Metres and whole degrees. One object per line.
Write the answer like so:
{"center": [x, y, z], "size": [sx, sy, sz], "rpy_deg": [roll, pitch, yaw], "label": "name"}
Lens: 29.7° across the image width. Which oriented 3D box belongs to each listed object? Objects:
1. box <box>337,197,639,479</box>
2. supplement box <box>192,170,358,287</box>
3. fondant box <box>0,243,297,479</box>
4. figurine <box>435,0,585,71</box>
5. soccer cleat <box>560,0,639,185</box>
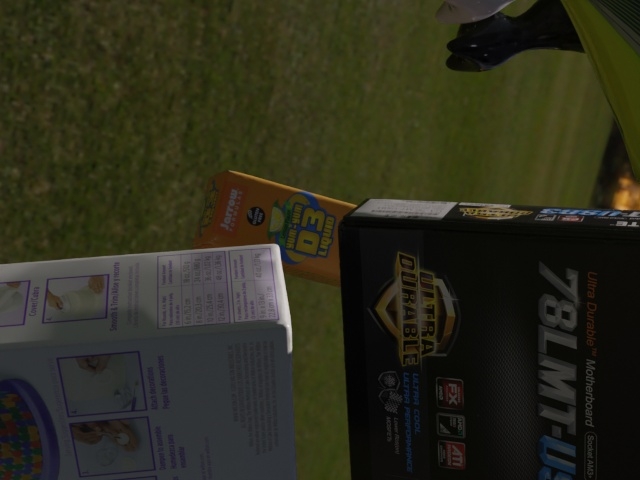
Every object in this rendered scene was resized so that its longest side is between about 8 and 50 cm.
{"center": [0.166, 0.120, 0.932], "size": [0.073, 0.293, 0.296], "rpy_deg": [-37, 129, -62], "label": "box"}
{"center": [0.000, 0.000, 1.170], "size": [0.080, 0.233, 0.078], "rpy_deg": [168, -65, -74], "label": "supplement box"}
{"center": [-0.183, 0.132, 0.833], "size": [0.096, 0.330, 0.238], "rpy_deg": [-102, -171, -52], "label": "fondant box"}
{"center": [0.214, -0.232, 1.168], "size": [0.215, 0.209, 0.092], "rpy_deg": [48, 29, -72], "label": "figurine"}
{"center": [0.133, -0.111, 0.478], "size": [0.289, 0.093, 0.121], "rpy_deg": [50, 13, -45], "label": "soccer cleat"}
